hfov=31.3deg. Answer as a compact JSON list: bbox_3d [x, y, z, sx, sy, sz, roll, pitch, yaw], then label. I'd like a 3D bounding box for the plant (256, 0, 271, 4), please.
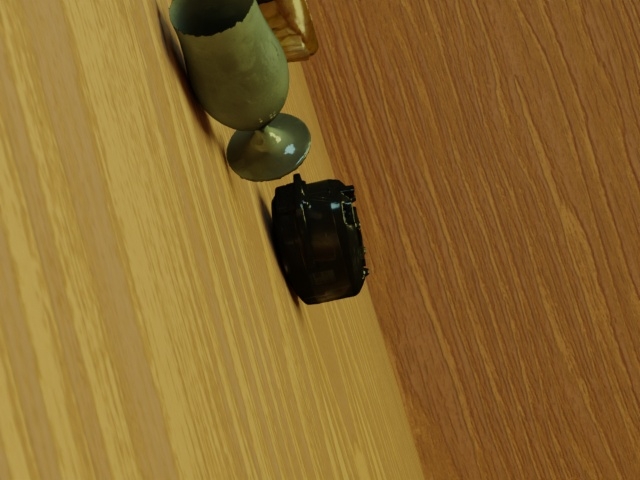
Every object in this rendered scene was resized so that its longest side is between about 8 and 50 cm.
[{"bbox_3d":[-0.085,-0.366,1.244,0.234,0.178,0.204,30,54,-68],"label":"plant"}]

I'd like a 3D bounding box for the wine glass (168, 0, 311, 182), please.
[{"bbox_3d":[-0.073,-0.149,1.060,0.202,0.093,0.093,67,7,-54],"label":"wine glass"}]

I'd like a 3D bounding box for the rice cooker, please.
[{"bbox_3d":[0.000,0.000,1.348,0.112,0.106,0.165,-96,179,-50],"label":"rice cooker"}]

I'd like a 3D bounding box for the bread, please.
[{"bbox_3d":[-0.094,-0.365,1.496,0.152,0.119,0.288,-103,175,-83],"label":"bread"}]
